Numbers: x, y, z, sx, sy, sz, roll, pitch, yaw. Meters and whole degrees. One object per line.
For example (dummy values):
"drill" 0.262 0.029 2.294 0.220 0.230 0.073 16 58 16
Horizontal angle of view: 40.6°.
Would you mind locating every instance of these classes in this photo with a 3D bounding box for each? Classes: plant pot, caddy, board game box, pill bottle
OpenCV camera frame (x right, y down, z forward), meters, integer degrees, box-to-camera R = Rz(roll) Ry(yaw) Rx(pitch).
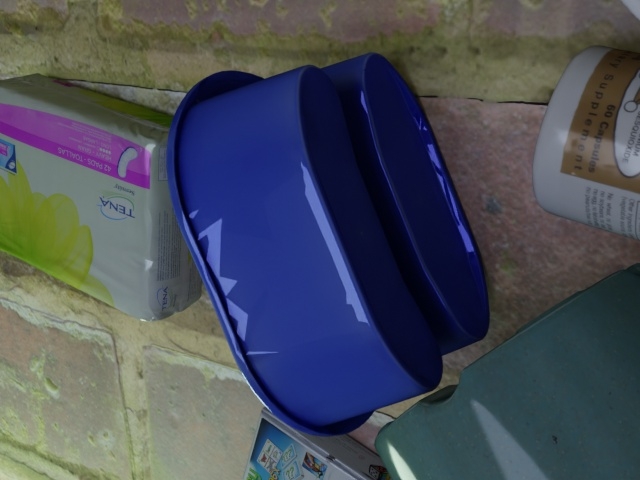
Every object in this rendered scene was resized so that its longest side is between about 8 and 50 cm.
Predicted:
"plant pot" 0.230 0.220 0.631 0.341 0.341 0.334 -46 70 38
"caddy" 0.000 0.000 0.758 0.179 0.241 0.341 -19 94 35
"board game box" -0.016 0.354 1.017 0.193 0.053 0.305 30 120 25
"pill bottle" 0.278 -0.051 0.601 0.229 0.131 0.131 20 118 29

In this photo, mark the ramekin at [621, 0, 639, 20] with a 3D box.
"ramekin" 0.295 -0.239 0.481 0.277 0.135 0.277 25 124 44

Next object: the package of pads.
"package of pads" -0.269 -0.052 1.025 0.296 0.101 0.229 20 118 30
